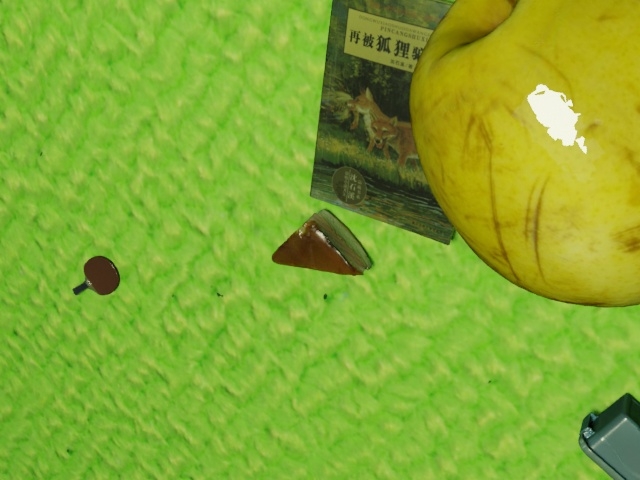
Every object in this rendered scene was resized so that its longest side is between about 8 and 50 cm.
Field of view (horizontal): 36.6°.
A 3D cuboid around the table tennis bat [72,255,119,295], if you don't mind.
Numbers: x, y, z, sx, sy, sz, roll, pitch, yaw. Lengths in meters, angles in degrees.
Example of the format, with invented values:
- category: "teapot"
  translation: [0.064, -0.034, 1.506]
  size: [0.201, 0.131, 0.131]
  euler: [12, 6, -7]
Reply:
- category: "table tennis bat"
  translation: [-0.281, 0.049, 1.206]
  size: [0.083, 0.007, 0.050]
  euler: [-28, 97, 34]

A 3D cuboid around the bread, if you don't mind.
- category: "bread"
  translation: [0.000, 0.000, 1.000]
  size: [0.109, 0.043, 0.062]
  euler: [10, 118, 27]

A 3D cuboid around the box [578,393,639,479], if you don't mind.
- category: "box"
  translation: [0.296, 0.194, 0.905]
  size: [0.099, 0.074, 0.054]
  euler: [42, 116, 6]

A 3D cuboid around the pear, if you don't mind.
- category: "pear"
  translation: [0.199, -0.087, 0.700]
  size: [0.280, 0.281, 0.281]
  euler: [12, 118, 25]

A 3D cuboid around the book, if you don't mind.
- category: "book"
  translation: [0.072, -0.121, 0.915]
  size: [0.160, 0.024, 0.228]
  euler: [21, 122, 23]
